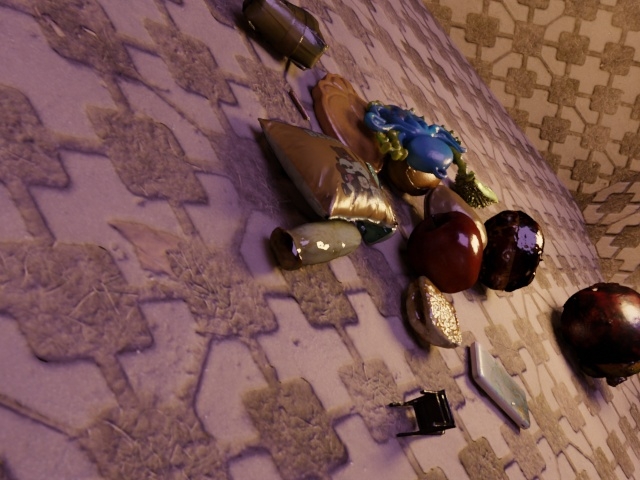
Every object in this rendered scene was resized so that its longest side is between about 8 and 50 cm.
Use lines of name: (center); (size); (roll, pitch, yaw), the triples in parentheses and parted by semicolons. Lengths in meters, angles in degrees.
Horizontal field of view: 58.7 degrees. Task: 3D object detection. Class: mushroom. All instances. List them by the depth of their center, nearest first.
mushroom: (0.000, 0.000, 1.257); (0.312, 0.081, 0.100); (-13, 76, -59)

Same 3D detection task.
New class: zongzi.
zongzi: (-0.108, -0.634, 1.603); (0.260, 0.123, 0.289); (31, 32, -34)

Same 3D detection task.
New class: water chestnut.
water chestnut: (0.603, 0.035, 1.930); (0.300, 0.300, 0.300); (34, 40, -34)

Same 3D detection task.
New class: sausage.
sausage: (-0.057, -0.366, 1.537); (0.100, 0.015, 0.015); (58, 32, -2)

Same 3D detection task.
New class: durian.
durian: (0.585, -0.182, 2.202); (0.220, 0.137, 0.096); (37, 72, -39)

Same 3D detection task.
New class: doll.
doll: (0.278, -0.298, 1.709); (0.345, 0.099, 0.341); (1, 44, -32)

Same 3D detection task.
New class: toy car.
toy car: (0.134, -0.100, 1.513); (0.076, 0.090, 0.224); (12, 54, -54)

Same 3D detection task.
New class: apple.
apple: (0.356, 0.028, 1.606); (0.234, 0.234, 0.234); (34, 40, -34)

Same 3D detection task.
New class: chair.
chair: (0.260, 0.389, 1.276); (0.212, 0.101, 0.084); (18, 50, -45)

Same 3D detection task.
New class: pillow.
pillow: (0.025, -0.156, 1.359); (0.310, 0.119, 0.312); (2, 46, -51)

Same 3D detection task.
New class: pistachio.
pistachio: (0.406, -0.042, 1.777); (0.260, 0.162, 0.213); (46, 46, -12)

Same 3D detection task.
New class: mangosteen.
mangosteen: (1.204, 0.374, 2.358); (0.421, 0.380, 0.381); (58, 30, -24)

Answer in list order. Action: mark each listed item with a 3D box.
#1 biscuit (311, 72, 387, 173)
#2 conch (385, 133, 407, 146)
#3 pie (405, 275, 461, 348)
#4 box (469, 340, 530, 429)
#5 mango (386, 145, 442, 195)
biscuit: (0.099, -0.361, 1.712); (0.312, 0.057, 0.351); (51, 33, -16)
conch: (0.252, -0.374, 1.876); (0.106, 0.116, 0.173); (35, 42, -35)
pie: (0.297, 0.191, 1.505); (0.179, 0.084, 0.205); (36, 36, -37)
box: (0.529, 0.427, 1.674); (0.285, 0.044, 0.142); (45, 31, -23)
mango: (0.300, -0.223, 1.803); (0.236, 0.136, 0.167); (-6, 76, -45)
